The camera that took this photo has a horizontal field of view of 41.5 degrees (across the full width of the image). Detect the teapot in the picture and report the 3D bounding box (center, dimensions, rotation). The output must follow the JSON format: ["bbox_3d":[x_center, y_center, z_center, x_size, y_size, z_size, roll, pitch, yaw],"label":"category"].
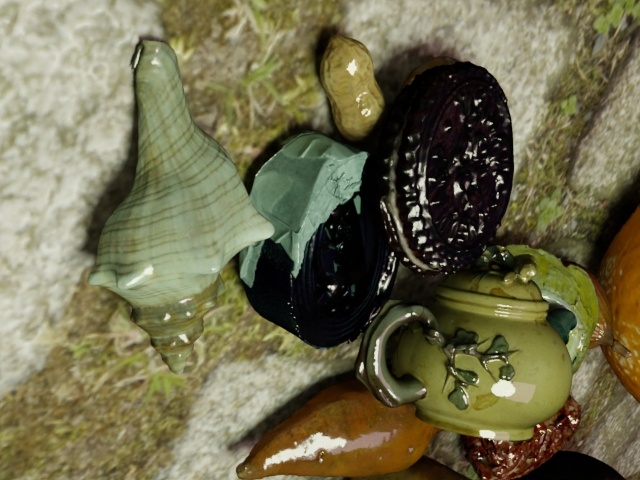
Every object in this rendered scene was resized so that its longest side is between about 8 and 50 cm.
[{"bbox_3d":[0.153,0.093,0.829,0.270,0.173,0.182,8,91,-31],"label":"teapot"}]

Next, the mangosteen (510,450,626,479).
[{"bbox_3d":[0.363,0.452,1.194,0.275,0.302,0.275,-48,160,-24],"label":"mangosteen"}]

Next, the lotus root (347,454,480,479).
[{"bbox_3d":[0.068,0.367,0.940,0.316,0.250,0.316,-13,112,-34],"label":"lotus root"}]

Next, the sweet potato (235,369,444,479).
[{"bbox_3d":[0.064,0.196,0.911,0.359,0.112,0.112,-9,121,-37],"label":"sweet potato"}]

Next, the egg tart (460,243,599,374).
[{"bbox_3d":[0.224,0.101,0.956,0.197,0.078,0.197,1,107,2],"label":"egg tart"}]

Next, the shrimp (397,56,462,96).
[{"bbox_3d":[0.130,-0.080,0.848,0.133,0.053,0.236,-55,138,-30],"label":"shrimp"}]

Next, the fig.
[{"bbox_3d":[0.304,0.080,1.034,0.119,0.153,0.119,-3,100,-19],"label":"fig"}]

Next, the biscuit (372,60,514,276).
[{"bbox_3d":[0.114,-0.061,0.749,0.195,0.053,0.194,-14,108,-49],"label":"biscuit"}]

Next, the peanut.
[{"bbox_3d":[0.029,-0.125,0.713,0.054,0.054,0.113,-40,139,-15],"label":"peanut"}]

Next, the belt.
[{"bbox_3d":[0.000,0.000,0.744,0.151,0.078,0.198,-28,131,-37],"label":"belt"}]

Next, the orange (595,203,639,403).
[{"bbox_3d":[0.547,0.056,1.095,0.424,0.326,0.424,-29,150,-18],"label":"orange"}]

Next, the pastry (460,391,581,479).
[{"bbox_3d":[0.279,0.256,1.152,0.209,0.097,0.115,-15,135,-37],"label":"pastry"}]

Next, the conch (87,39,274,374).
[{"bbox_3d":[-0.094,-0.011,0.638,0.137,0.114,0.233,12,101,-59],"label":"conch"}]
